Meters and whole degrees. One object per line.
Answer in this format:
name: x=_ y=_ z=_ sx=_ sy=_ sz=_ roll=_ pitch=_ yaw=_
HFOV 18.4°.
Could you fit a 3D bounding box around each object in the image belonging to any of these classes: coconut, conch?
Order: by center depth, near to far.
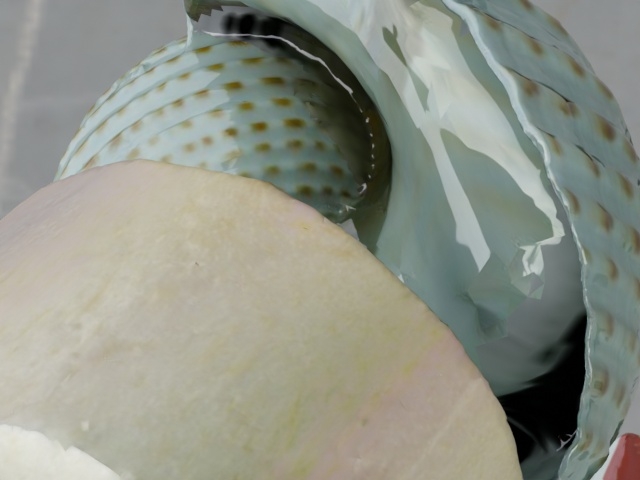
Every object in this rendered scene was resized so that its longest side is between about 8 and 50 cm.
coconut: x=-0.056 y=0.095 z=0.678 sx=0.239 sy=0.244 sz=0.239 roll=26 pitch=140 yaw=24
conch: x=0.033 y=0.013 z=0.877 sx=0.319 sy=0.215 sz=0.303 roll=53 pitch=127 yaw=23

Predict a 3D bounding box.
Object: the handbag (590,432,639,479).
handbag: x=0.217 y=0.261 z=1.149 sx=0.151 sy=0.298 sz=0.171 roll=-59 pitch=13 yaw=-30
